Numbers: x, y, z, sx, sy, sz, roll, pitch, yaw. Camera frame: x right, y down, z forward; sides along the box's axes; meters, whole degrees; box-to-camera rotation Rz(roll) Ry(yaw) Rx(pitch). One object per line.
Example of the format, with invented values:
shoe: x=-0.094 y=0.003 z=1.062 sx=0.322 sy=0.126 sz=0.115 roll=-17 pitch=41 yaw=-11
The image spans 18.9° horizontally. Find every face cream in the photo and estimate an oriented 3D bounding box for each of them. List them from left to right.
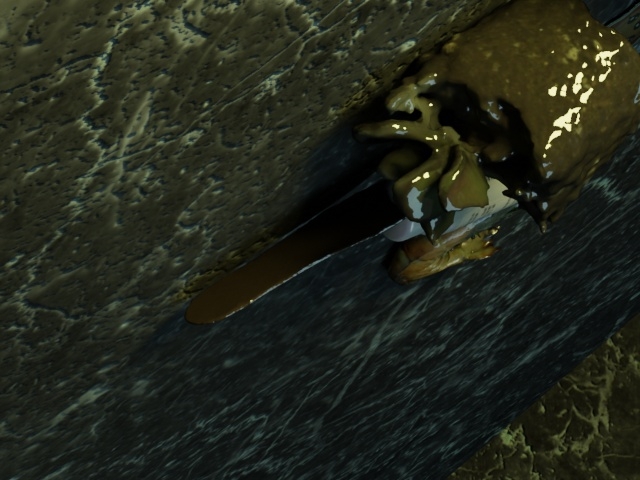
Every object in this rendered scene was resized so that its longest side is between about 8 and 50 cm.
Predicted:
face cream: x=0.165 y=-0.060 z=2.179 sx=0.269 sy=0.082 sz=0.082 roll=-22 pitch=158 yaw=-44

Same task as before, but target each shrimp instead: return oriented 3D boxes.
shrimp: x=0.213 y=-0.031 z=2.400 sx=0.290 sy=0.054 sz=0.222 roll=-37 pitch=163 yaw=10

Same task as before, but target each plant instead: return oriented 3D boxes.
plant: x=0.180 y=-0.110 z=1.881 sx=0.276 sy=0.188 sz=0.199 roll=-37 pitch=163 yaw=-5

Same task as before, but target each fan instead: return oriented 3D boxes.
fan: x=0.373 y=-0.254 z=2.220 sx=0.220 sy=0.009 sz=0.132 roll=-35 pitch=164 yaw=-10

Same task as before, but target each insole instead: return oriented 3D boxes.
insole: x=0.000 y=0.000 z=2.001 sx=0.327 sy=0.007 sz=0.111 roll=-30 pitch=-155 yaw=-9
